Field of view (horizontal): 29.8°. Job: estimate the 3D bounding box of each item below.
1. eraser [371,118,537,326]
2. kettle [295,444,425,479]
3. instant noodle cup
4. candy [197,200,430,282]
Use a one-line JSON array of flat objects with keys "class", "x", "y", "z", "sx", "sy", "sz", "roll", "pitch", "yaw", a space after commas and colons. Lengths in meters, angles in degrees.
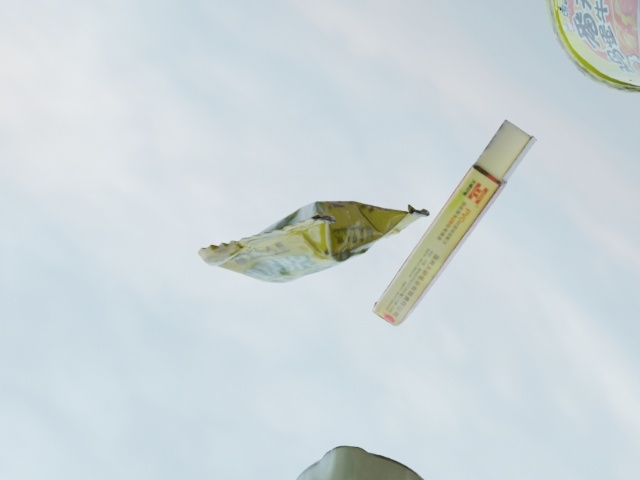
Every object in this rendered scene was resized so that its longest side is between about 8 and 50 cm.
[{"class": "eraser", "x": 0.140, "y": -0.019, "z": 1.234, "sx": 0.038, "sy": 0.230, "sz": 0.157, "roll": 36, "pitch": -172, "yaw": 7}, {"class": "kettle", "x": 0.053, "y": 0.511, "z": 1.536, "sx": 0.376, "sy": 0.250, "sz": 0.361, "roll": -76, "pitch": -29, "yaw": -59}, {"class": "instant noodle cup", "x": 0.386, "y": -0.265, "z": 1.250, "sx": 0.264, "sy": 0.264, "sz": 0.200, "roll": 34, "pitch": -171, "yaw": -17}, {"class": "candy", "x": 0.000, "y": 0.000, "z": 1.477, "sx": 0.297, "sy": 0.187, "sz": 0.081, "roll": 1, "pitch": -110, "yaw": -57}]
